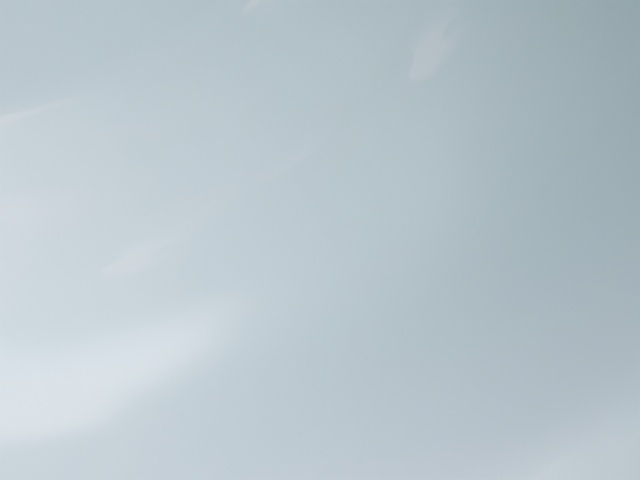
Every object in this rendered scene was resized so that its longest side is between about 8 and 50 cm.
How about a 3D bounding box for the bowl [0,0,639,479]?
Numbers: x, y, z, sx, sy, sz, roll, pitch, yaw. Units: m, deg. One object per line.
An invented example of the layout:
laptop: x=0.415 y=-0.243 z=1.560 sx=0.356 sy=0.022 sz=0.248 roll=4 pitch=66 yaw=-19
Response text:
bowl: x=-0.043 y=-0.033 z=0.304 sx=0.298 sy=0.298 sz=0.134 roll=5 pitch=47 yaw=-36
